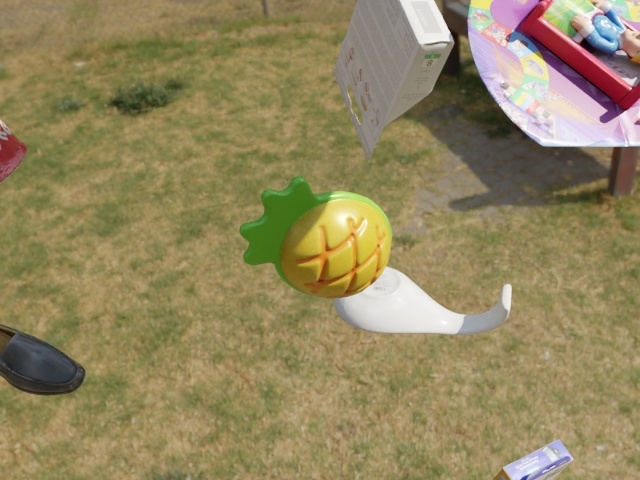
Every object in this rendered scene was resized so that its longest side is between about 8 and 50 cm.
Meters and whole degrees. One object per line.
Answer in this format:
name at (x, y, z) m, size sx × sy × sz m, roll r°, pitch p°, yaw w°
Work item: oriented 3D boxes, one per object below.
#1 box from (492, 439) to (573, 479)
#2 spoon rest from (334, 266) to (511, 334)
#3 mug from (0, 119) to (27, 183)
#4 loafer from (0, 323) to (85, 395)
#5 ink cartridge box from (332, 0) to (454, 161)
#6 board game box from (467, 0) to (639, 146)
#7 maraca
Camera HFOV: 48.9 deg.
box at (0.212, 0.260, 0.751) m, size 0.081 × 0.136 × 0.028 m, roll -15°, pitch 51°, yaw -27°
spoon rest at (0.157, 0.102, 1.115) m, size 0.276 × 0.084 × 0.137 m, roll 6°, pitch 41°, yaw 15°
mug at (-0.433, -0.140, 0.778) m, size 0.150 × 0.169 × 0.113 m, roll 22°, pitch 61°, yaw 45°
loafer at (-0.368, 0.140, 0.855) m, size 0.170 × 0.061 × 0.062 m, roll 15°, pitch 53°, yaw 9°
ink cartridge box at (0.089, -0.243, 0.941) m, size 0.056 × 0.225 × 0.181 m, roll -8°, pitch 60°, yaw -17°
board game box at (0.170, -0.120, 0.408) m, size 0.168 × 0.033 × 0.133 m, roll -1°, pitch 69°, yaw -14°
maraca at (0.000, 0.000, 0.746) m, size 0.185 × 0.127 × 0.099 m, roll 23°, pitch 15°, yaw -38°
